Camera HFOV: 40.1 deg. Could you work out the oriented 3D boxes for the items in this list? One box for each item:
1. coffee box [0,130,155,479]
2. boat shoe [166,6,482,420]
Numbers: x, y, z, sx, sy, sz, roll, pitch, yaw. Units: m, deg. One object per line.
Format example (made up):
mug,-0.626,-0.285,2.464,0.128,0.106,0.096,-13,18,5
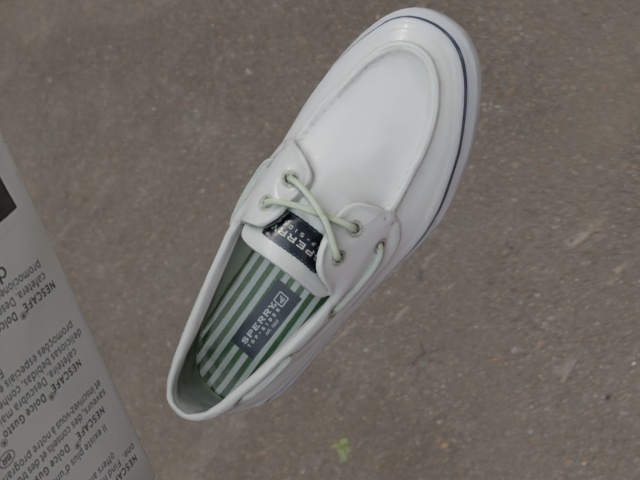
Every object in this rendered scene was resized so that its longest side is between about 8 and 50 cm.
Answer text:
coffee box,-0.343,0.082,0.372,0.338,0.338,0.334,-3,118,29
boat shoe,0.000,0.000,0.407,0.083,0.076,0.226,32,112,13
